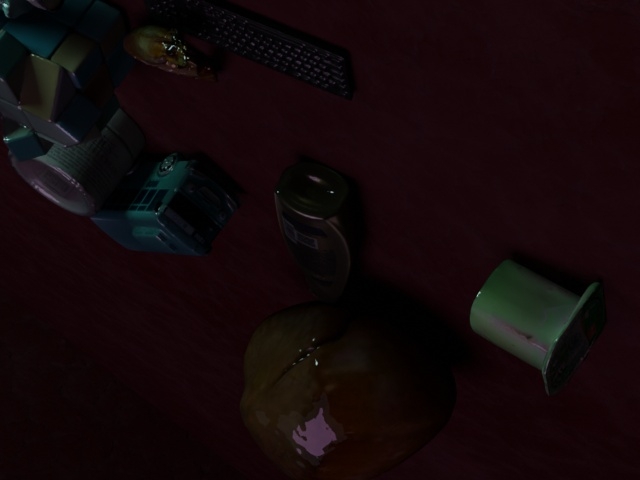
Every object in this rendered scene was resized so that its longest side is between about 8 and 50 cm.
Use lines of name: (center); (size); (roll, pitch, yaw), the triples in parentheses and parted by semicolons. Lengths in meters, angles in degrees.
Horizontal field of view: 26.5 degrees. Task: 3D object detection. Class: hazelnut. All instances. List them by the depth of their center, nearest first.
hazelnut: (0.044, 0.251, 2.286); (0.373, 0.315, 0.372); (8, -162, -3)

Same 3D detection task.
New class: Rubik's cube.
Rubik's cube: (-0.402, -0.243, 1.899); (0.265, 0.213, 0.224); (28, 161, 15)

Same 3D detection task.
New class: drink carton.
drink carton: (0.289, 0.109, 1.841); (0.142, 0.144, 0.146); (29, 160, 26)

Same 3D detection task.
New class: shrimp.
shrimp: (-0.189, -0.239, 1.796); (0.133, 0.053, 0.236); (36, 171, -20)

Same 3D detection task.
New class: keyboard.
keyboard: (-0.096, -0.257, 1.706); (0.310, 0.018, 0.101); (25, 158, 19)

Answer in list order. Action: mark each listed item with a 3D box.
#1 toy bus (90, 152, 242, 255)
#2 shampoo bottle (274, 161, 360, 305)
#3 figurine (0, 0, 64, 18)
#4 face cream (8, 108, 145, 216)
toy bus: (-0.261, -0.054, 2.239); (0.128, 0.147, 0.256); (42, 159, -31)
shampoo bottle: (0.000, 0.000, 2.075); (0.126, 0.084, 0.350); (25, 159, 15)
figurine: (-0.439, -0.372, 1.797); (0.246, 0.137, 0.110); (18, 173, 22)
face cream: (-0.398, -0.146, 2.213); (0.177, 0.153, 0.177); (27, 159, 11)
